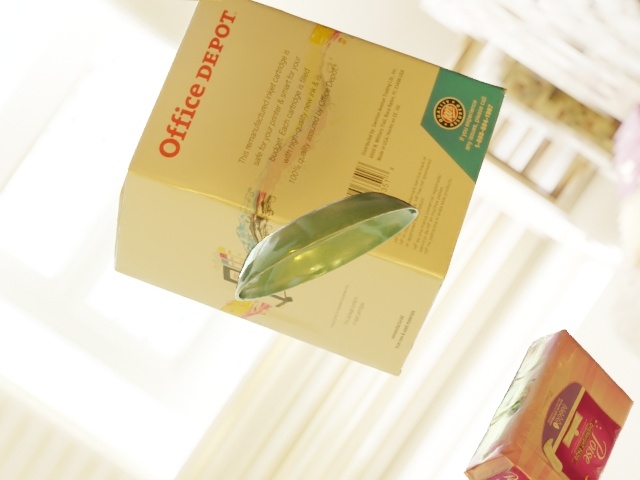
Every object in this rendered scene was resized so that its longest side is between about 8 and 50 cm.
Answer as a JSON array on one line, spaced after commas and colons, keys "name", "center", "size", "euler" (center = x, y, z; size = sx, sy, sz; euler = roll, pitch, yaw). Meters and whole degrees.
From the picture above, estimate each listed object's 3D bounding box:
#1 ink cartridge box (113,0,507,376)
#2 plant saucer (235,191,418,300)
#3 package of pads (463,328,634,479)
[{"name": "ink cartridge box", "center": [-0.012, -0.041, 1.433], "size": [0.233, 0.171, 0.168], "euler": [20, 151, 1]}, {"name": "plant saucer", "center": [0.000, 0.000, 1.162], "size": [0.021, 0.119, 0.119], "euler": [65, -177, 9]}, {"name": "package of pads", "center": [0.098, 0.082, 0.831], "size": [0.050, 0.083, 0.032], "euler": [44, 136, -12]}]
